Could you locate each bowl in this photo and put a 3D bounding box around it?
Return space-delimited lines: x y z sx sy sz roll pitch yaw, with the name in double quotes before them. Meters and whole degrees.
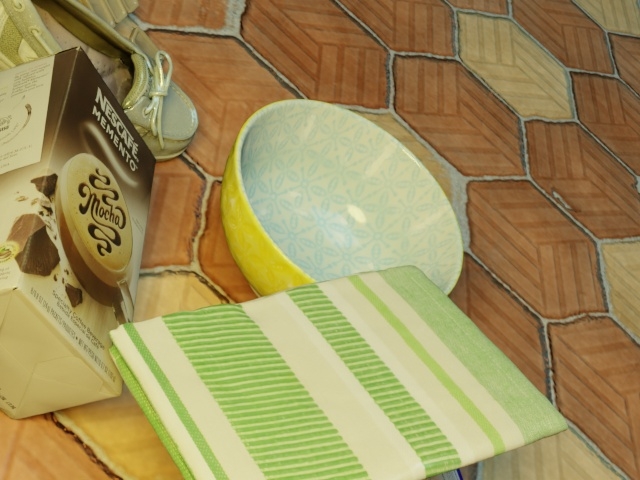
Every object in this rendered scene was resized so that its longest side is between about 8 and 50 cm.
"bowl" 0.000 0.000 1.178 0.289 0.156 0.289 21 44 -22

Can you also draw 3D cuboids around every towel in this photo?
"towel" 0.012 0.124 0.905 0.325 0.038 0.248 -11 41 -31

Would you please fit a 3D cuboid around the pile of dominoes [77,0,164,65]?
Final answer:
"pile of dominoes" -0.291 -0.235 1.214 0.196 0.040 0.251 65 35 -25

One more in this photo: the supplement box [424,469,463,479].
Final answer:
"supplement box" 0.046 0.255 0.966 0.220 0.111 0.114 28 36 -50

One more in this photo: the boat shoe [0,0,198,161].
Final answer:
"boat shoe" -0.238 -0.183 1.134 0.320 0.103 0.118 36 51 -44

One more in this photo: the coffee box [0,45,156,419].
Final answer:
"coffee box" -0.252 -0.013 0.967 0.168 0.119 0.297 60 22 -45
